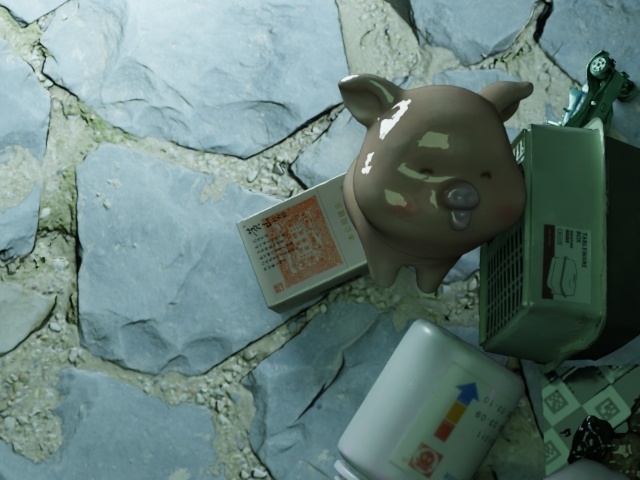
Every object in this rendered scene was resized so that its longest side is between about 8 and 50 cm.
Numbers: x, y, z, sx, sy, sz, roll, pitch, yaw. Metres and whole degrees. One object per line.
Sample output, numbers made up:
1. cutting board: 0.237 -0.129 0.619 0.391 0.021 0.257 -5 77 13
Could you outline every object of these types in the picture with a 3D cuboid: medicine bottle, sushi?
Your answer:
1. medicine bottle: 0.119 0.259 1.503 0.170 0.170 0.293 31 86 19
2. sushi: 0.390 0.268 1.493 0.219 0.047 0.231 -4 77 14

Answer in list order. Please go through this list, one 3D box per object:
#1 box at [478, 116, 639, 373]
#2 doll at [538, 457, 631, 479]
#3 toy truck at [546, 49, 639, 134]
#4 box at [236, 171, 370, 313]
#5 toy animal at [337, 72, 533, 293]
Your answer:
1. box: 0.299 0.008 1.471 0.166 0.220 0.290 9 68 -9
2. doll: 0.298 0.378 1.385 0.221 0.251 0.221 -4 74 15
3. toy truck: 0.356 -0.173 1.595 0.078 0.080 0.154 16 76 52
4. box: 0.000 0.000 1.653 0.201 0.058 0.141 -23 73 10
5. toy animal: 0.128 -0.071 1.449 0.237 0.326 0.269 1 104 -10
